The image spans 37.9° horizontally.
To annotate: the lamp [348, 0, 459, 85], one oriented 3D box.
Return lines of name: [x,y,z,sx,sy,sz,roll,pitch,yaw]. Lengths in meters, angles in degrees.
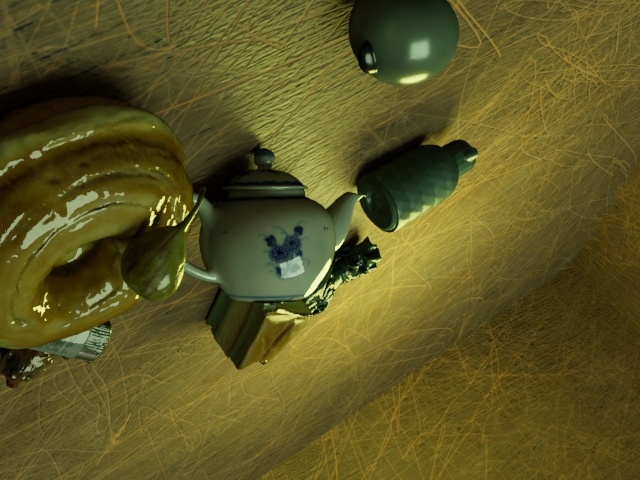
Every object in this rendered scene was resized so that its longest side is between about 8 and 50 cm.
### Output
lamp: [0.147,-0.376,1.531,0.198,0.198,0.244,-4,115,-55]

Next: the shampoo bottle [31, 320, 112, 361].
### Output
shampoo bottle: [-0.465,0.143,1.550,0.227,0.056,0.086,19,113,-37]

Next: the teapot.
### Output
teapot: [-0.100,-0.030,1.712,0.424,0.280,0.252,-4,-177,-29]

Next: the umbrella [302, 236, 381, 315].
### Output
umbrella: [0.002,0.120,2.313,0.349,0.094,0.143,-33,152,-14]

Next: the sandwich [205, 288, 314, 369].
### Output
sandwich: [-0.160,0.175,2.072,0.198,0.155,0.227,-45,157,10]

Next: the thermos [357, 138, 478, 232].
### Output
thermos: [0.224,-0.138,2.136,0.286,0.145,0.182,-30,-173,-27]

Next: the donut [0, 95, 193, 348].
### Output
donut: [-0.372,-0.015,1.336,0.449,0.198,0.449,-31,155,-16]

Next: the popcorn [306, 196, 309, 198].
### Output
popcorn: [-0.065,-0.028,1.909,0.145,0.126,0.126,-21,129,-5]

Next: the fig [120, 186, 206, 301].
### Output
fig: [-0.219,-0.001,1.269,0.093,0.093,0.166,1,107,-58]

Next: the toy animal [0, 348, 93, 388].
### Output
toy animal: [-0.456,0.153,1.656,0.157,0.097,0.312,8,126,-53]
